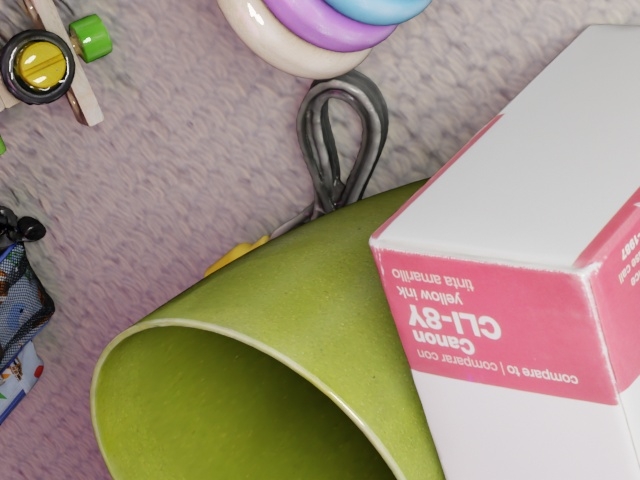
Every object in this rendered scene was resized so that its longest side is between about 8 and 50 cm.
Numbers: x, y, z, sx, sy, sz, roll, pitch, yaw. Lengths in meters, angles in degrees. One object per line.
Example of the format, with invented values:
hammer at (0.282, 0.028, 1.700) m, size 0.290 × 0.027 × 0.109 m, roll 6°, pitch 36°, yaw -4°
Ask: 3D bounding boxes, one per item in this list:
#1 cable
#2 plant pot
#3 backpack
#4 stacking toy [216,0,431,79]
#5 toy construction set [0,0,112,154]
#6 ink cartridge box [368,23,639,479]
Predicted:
cable at (0.000, 0.000, 1.525) m, size 0.139 × 0.072 × 0.287 m, roll 34°, pitch 139°, yaw 5°
plant pot at (0.036, 0.088, 1.394) m, size 0.275 × 0.293 × 0.274 m, roll 23°, pitch 135°, yaw 25°
backpack at (-0.399, 0.098, 1.801) m, size 0.277 × 0.263 × 0.213 m, roll 5°, pitch 126°, yaw 37°
stacking toy at (0.076, -0.222, 1.231) m, size 0.330 × 0.141 × 0.141 m, roll -28°, pitch 103°, yaw 45°
toy construction set at (-0.306, -0.154, 1.604) m, size 0.309 × 0.237 × 0.257 m, roll 59°, pitch 172°, yaw 9°
ink cartridge box at (0.212, 0.095, 1.260) m, size 0.160 × 0.279 × 0.384 m, roll 6°, pitch 126°, yaw 38°
